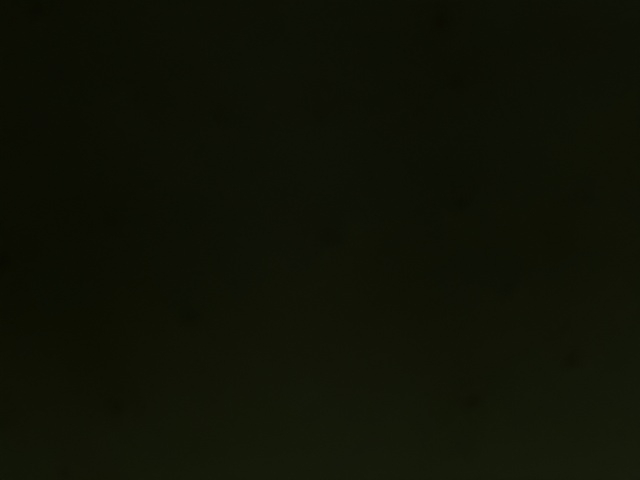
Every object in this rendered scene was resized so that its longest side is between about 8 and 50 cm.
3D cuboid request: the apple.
[{"bbox_3d":[0.000,0.000,0.493,0.357,0.357,0.357,-5,-174,1],"label":"apple"}]
